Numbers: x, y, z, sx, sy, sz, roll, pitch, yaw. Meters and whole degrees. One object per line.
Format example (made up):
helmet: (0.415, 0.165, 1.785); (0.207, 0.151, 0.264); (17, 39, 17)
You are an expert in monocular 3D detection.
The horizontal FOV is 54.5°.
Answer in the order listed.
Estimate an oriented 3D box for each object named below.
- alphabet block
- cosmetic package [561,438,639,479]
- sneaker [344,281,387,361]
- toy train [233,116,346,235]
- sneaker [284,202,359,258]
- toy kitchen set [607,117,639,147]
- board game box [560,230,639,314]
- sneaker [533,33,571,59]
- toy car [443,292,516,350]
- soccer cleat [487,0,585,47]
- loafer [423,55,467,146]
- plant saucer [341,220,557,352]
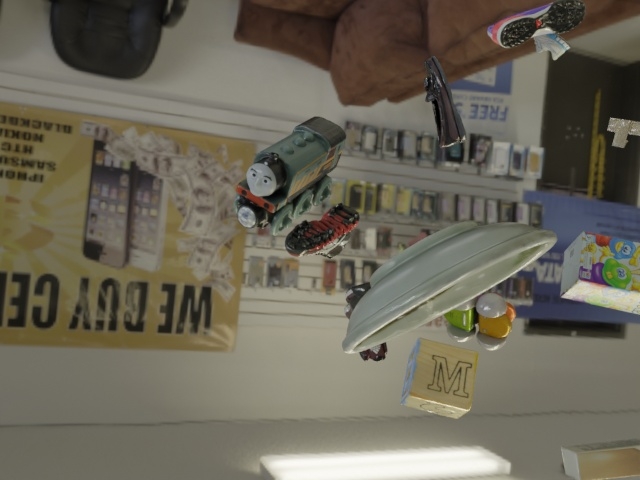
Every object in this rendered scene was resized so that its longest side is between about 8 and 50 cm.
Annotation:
alphabet block: (0.380, 0.445, 1.998); (0.197, 0.193, 0.192); (13, 157, 6)
cosmetic package: (0.415, 0.315, 0.893); (0.115, 0.041, 0.060); (-7, 170, 1)
sneaker: (0.126, 0.199, 1.467); (0.107, 0.162, 0.281); (-14, 161, -4)
toy train: (-0.065, -0.147, 1.361); (0.142, 0.190, 0.334); (30, -143, 16)
sneaker: (0.000, 0.000, 1.678); (0.098, 0.135, 0.276); (34, -143, 22)
toy kitchen set: (0.782, -0.271, 1.576); (0.075, 0.068, 0.083); (-10, -156, -44)
board game box: (0.791, 0.094, 1.618); (0.276, 0.142, 0.144); (12, 157, 6)
sneaker: (0.746, -0.686, 2.104); (0.190, 0.083, 0.071); (46, -149, 13)
toy car: (0.411, 0.182, 1.600); (0.182, 0.159, 0.136); (11, -141, 28)
soccer cleat: (0.695, -0.708, 2.000); (0.318, 0.108, 0.116); (-21, -147, -7)
loafer: (0.392, -0.455, 2.057); (0.095, 0.302, 0.109); (-21, -176, 7)
plant saucer: (0.199, 0.061, 1.062); (0.401, 0.100, 0.400); (-26, 165, -7)
